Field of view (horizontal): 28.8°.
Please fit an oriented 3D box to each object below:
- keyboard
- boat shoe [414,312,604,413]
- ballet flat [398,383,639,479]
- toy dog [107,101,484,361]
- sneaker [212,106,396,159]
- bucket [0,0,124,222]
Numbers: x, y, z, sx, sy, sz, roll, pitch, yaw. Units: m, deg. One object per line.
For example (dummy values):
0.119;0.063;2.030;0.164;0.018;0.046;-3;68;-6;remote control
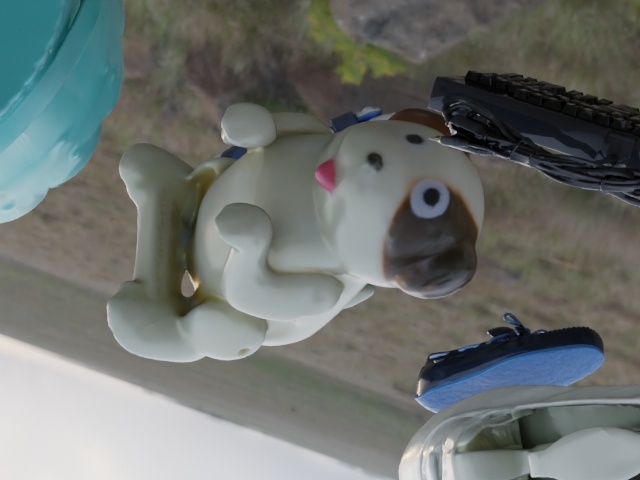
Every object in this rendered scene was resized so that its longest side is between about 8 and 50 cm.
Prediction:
0.202;-0.062;0.808;0.317;0.033;0.201;23;-154;39;keyboard
0.226;0.140;1.553;0.258;0.089;0.109;-16;137;28;boat shoe
0.204;0.201;1.170;0.400;0.139;0.139;-18;148;39;ballet flat
0.000;0.000;1.468;0.408;0.285;0.395;-22;137;38;toy dog
0.002;-0.136;1.874;0.236;0.130;0.323;-36;160;28;sneaker
-0.261;-0.143;0.780;0.281;0.281;0.183;19;175;0;bucket
